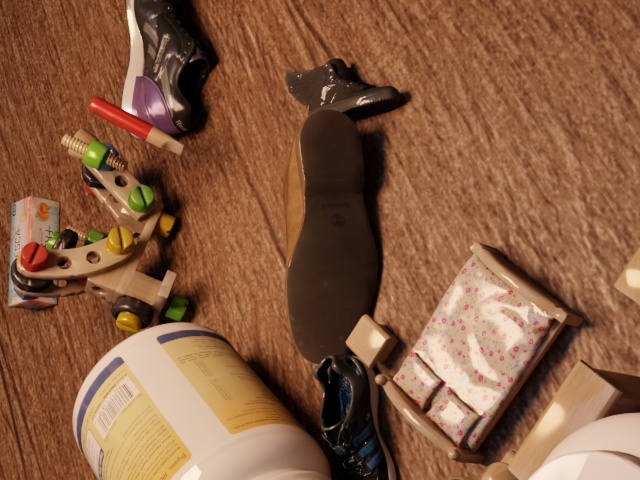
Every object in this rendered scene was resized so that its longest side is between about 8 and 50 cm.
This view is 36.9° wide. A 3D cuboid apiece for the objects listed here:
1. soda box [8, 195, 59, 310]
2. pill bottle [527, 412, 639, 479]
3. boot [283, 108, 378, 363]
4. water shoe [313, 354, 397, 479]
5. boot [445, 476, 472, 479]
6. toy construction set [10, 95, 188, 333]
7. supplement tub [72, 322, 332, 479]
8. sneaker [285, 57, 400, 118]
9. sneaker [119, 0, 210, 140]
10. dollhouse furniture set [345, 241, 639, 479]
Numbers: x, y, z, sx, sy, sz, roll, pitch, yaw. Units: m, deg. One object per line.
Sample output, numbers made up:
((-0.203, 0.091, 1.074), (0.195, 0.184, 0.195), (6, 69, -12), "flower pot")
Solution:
((-0.479, 0.022, 1.605), (0.063, 0.058, 0.183), (-16, 69, 38), "soda box")
((0.275, 0.224, 0.721), (0.182, 0.323, 0.181), (-11, 73, 39), "pill bottle")
((0.000, 0.000, 1.189), (0.115, 0.112, 0.305), (161, 111, -69), "boot")
((0.030, 0.232, 1.097), (0.073, 0.080, 0.203), (-25, 64, 35), "water shoe")
((0.049, 0.333, 0.989), (0.236, 0.179, 0.085), (-48, 53, 23), "boot")
((-0.264, -0.017, 1.351), (0.237, 0.257, 0.308), (27, 122, -1), "toy construction set")
((-0.129, 0.265, 1.116), (0.316, 0.228, 0.228), (42, 107, 43), "supplement tub")
((0.026, -0.196, 1.221), (0.170, 0.051, 0.089), (-13, 76, 42), "sneaker")
((-0.217, -0.292, 1.442), (0.124, 0.107, 0.283), (-3, 81, 26), "sneaker")
((0.172, 0.080, 0.948), (0.355, 0.174, 0.303), (41, 107, 39), "dollhouse furniture set")
